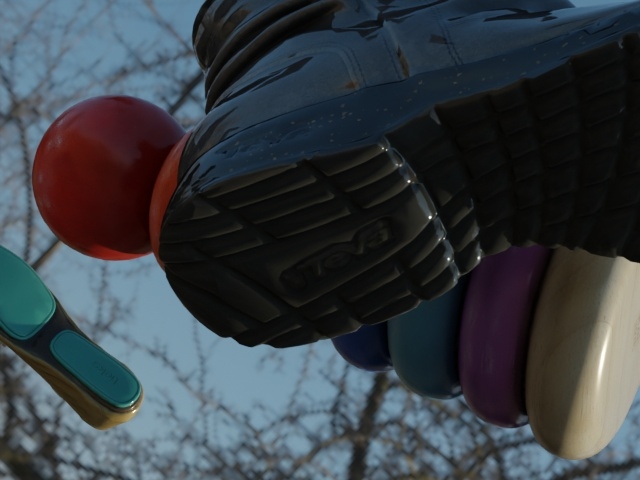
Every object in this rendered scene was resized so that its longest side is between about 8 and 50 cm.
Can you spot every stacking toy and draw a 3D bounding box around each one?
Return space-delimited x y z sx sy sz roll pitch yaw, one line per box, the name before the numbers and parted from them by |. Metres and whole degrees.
stacking toy | 0.000 0.000 0.714 0.330 0.141 0.141 14 -31 23

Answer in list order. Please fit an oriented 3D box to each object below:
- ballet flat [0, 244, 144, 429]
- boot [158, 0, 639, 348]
ballet flat | -0.273 0.099 1.367 0.232 0.080 0.073 45 -43 2
boot | 0.094 -0.088 0.590 0.338 0.222 0.118 -9 -54 10
